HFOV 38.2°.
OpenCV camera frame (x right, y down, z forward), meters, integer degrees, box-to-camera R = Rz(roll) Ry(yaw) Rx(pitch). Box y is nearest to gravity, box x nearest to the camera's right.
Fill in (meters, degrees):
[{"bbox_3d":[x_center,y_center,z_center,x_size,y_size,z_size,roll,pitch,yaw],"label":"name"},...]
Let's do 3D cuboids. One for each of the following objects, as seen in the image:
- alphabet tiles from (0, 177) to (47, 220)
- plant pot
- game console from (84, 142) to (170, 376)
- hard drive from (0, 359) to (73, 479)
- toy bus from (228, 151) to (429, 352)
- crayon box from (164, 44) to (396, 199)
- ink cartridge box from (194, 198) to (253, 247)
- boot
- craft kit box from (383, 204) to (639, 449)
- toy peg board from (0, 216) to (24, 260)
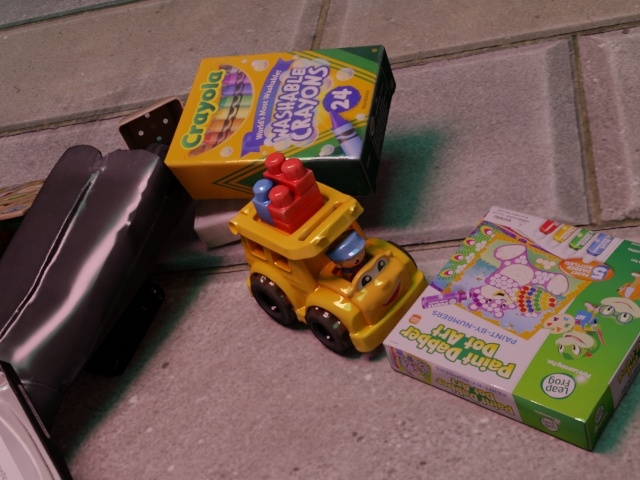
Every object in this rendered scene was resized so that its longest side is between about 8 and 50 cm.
[{"bbox_3d":[-0.503,-0.057,1.446,0.342,0.011,0.285,-11,15,12],"label":"alphabet tiles"},{"bbox_3d":[-0.264,-0.173,1.498,0.109,0.109,0.096,-28,28,-8],"label":"plant pot"},{"bbox_3d":[-0.278,0.010,1.290,0.213,0.044,0.361,12,62,30],"label":"game console"},{"bbox_3d":[-0.423,0.307,0.949,0.339,0.064,0.237,-30,81,-8],"label":"hard drive"},{"bbox_3d":[0.000,0.000,1.102,0.220,0.211,0.149,25,57,39],"label":"toy bus"},{"bbox_3d":[-0.075,-0.157,1.253,0.323,0.083,0.203,-1,54,20],"label":"crayon box"},{"bbox_3d":[-0.071,-0.102,1.318,0.225,0.056,0.181,-15,52,18],"label":"ink cartridge box"},{"bbox_3d":[-0.413,0.066,1.178,0.367,0.146,0.445,15,69,20],"label":"boot"},{"bbox_3d":[0.239,0.082,1.027,0.250,0.061,0.246,18,56,37],"label":"craft kit box"},{"bbox_3d":[-0.471,0.032,1.373,0.161,0.079,0.160,0,44,24],"label":"toy peg board"}]
